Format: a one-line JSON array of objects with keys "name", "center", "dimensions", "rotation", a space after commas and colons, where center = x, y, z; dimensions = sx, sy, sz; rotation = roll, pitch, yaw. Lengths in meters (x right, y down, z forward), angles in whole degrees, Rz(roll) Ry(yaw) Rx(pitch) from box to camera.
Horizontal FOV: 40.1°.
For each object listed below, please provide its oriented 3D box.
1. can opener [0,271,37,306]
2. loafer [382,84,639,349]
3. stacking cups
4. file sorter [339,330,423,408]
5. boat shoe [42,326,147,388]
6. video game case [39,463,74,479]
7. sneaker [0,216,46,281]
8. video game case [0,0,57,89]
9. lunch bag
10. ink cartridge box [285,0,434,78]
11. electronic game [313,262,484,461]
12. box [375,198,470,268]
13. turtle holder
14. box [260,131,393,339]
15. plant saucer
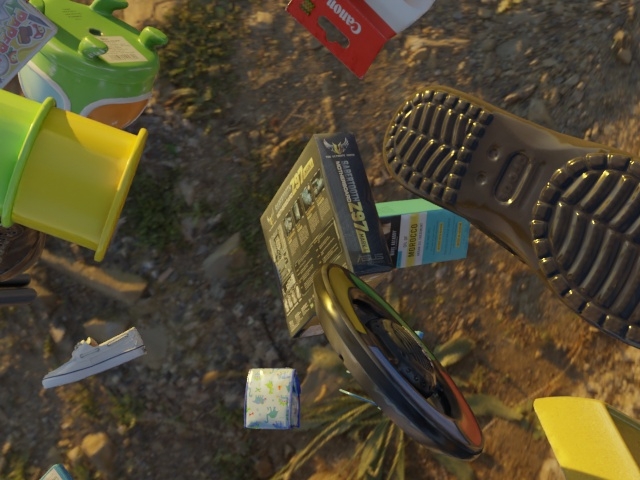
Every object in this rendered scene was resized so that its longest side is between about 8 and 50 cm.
[{"name": "can opener", "center": [-0.641, 0.091, 1.664], "dimensions": [0.093, 0.280, 0.074], "rotation": [-26, 78, 17]}, {"name": "loafer", "center": [0.225, -0.028, 0.774], "dimensions": [0.366, 0.130, 0.134], "rotation": [40, 105, 32]}, {"name": "stacking cups", "center": [-0.274, -0.082, 0.556], "dimensions": [0.316, 0.096, 0.096], "rotation": [20, 112, -10]}, {"name": "file sorter", "center": [0.120, 0.247, 1.762], "dimensions": [0.104, 0.118, 0.170], "rotation": [23, 82, -4]}, {"name": "boat shoe", "center": [-0.216, 0.109, 0.826], "dimensions": [0.100, 0.035, 0.035], "rotation": [-21, 85, -5]}, {"name": "video game case", "center": [-0.265, 0.336, 0.914], "dimensions": [0.119, 0.015, 0.166], "rotation": [-46, 72, 6]}, {"name": "sneaker", "center": [-0.268, -0.026, 0.751], "dimensions": [0.066, 0.071, 0.188], "rotation": [53, 124, 13]}, {"name": "video game case", "center": [-0.534, -0.298, 1.262], "dimensions": [0.227, 0.026, 0.206], "rotation": [-41, 120, 12]}, {"name": "lunch bag", "center": [-0.120, 0.398, 2.212], "dimensions": [0.128, 0.096, 0.151], "rotation": [-3, 82, 16]}, {"name": "ink cartridge box", "center": [0.063, -0.303, 1.044], "dimensions": [0.145, 0.045, 0.179], "rotation": [36, 85, -35]}, {"name": "electronic game", "center": [0.075, 0.111, 0.829], "dimensions": [0.048, 0.229, 0.229], "rotation": [-42, 88, 10]}, {"name": "box", "center": [0.134, -0.011, 1.472], "dimensions": [0.060, 0.244, 0.101], "rotation": [38, 131, 56]}, {"name": "turtle holder", "center": [-0.457, -0.322, 1.603], "dimensions": [0.320, 0.243, 0.227], "rotation": [25, 121, 0]}, {"name": "box", "center": [0.000, 0.000, 1.099], "dimensions": [0.233, 0.059, 0.183], "rotation": [129, 130, -57]}, {"name": "plant saucer", "center": [0.483, 0.366, 1.213], "dimensions": [0.332, 0.333, 0.081], "rotation": [30, 113, -21]}]
